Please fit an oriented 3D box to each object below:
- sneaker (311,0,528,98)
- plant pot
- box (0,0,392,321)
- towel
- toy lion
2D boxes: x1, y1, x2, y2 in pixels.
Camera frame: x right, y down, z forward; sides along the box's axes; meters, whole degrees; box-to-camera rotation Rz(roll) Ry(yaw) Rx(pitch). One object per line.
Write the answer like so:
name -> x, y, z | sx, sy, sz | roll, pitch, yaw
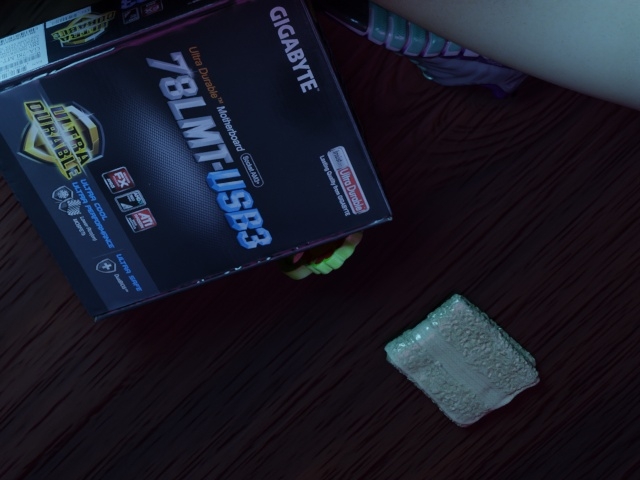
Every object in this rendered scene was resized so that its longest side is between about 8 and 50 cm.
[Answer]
sneaker -> 0.087, -0.174, 1.761 | 0.223, 0.083, 0.098 | 16, 145, -8
plant pot -> 0.180, -0.246, 1.647 | 0.274, 0.256, 0.257 | 9, 123, 2
box -> -0.117, -0.087, 1.700 | 0.293, 0.073, 0.295 | -18, 135, 6
towel -> 0.145, 0.124, 2.002 | 0.110, 0.027, 0.148 | -38, 123, 13
toy lion -> 0.000, 0.000, 1.847 | 0.034, 0.096, 0.100 | 36, 111, -29
